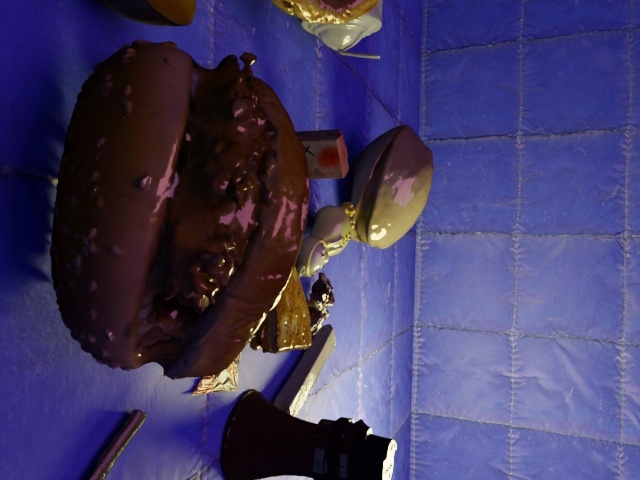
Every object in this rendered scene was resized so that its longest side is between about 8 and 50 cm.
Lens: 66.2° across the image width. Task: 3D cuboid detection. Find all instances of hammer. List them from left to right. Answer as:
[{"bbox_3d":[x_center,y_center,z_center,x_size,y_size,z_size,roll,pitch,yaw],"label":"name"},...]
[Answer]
[{"bbox_3d":[-0.319,0.350,0.638,0.297,0.027,0.125,-65,148,-46],"label":"hammer"}]

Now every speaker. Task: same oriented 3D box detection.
[{"bbox_3d":[-0.033,0.468,0.984,0.259,0.329,0.198,-69,152,-26],"label":"speaker"}]

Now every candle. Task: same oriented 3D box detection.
[{"bbox_3d":[0.053,-0.635,1.242,0.221,0.221,0.343,-8,102,-68],"label":"candle"}]

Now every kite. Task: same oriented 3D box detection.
[{"bbox_3d":[-0.184,0.260,0.986,0.222,0.008,0.125,-61,145,-49],"label":"kite"}]

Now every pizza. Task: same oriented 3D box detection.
[{"bbox_3d":[-0.088,0.123,1.118,0.268,0.087,0.258,30,57,-69],"label":"pizza"}]

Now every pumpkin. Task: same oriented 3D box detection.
[{"bbox_3d":[-0.261,-0.380,0.651,0.217,0.110,0.217,-12,90,-67],"label":"pumpkin"}]

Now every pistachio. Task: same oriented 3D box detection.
[{"bbox_3d":[0.226,-0.179,1.658,0.445,0.281,0.365,-64,159,-19],"label":"pistachio"}]

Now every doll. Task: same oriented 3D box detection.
[{"bbox_3d":[0.011,0.004,1.306,0.296,0.117,0.141,-61,163,-48],"label":"doll"}]

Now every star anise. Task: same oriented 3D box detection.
[{"bbox_3d":[-0.008,0.185,1.309,0.208,0.063,0.172,78,33,-71],"label":"star anise"}]

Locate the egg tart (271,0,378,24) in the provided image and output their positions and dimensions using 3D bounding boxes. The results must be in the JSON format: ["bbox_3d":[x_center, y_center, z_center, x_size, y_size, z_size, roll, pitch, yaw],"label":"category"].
[{"bbox_3d":[-0.028,-0.660,1.000,0.443,0.178,0.443,-2,95,-32],"label":"egg tart"}]

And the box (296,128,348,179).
[{"bbox_3d":[-0.014,-0.206,1.184,0.060,0.156,0.111,-72,155,-51],"label":"box"}]

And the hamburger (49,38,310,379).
[{"bbox_3d":[-0.161,-0.055,0.585,0.268,0.287,0.445,14,76,-31],"label":"hamburger"}]

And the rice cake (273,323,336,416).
[{"bbox_3d":[-0.036,0.344,1.292,0.365,0.056,0.073,-50,142,-57],"label":"rice cake"}]
